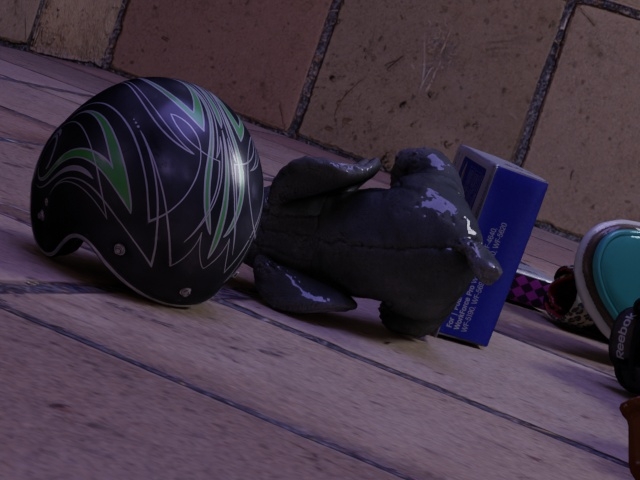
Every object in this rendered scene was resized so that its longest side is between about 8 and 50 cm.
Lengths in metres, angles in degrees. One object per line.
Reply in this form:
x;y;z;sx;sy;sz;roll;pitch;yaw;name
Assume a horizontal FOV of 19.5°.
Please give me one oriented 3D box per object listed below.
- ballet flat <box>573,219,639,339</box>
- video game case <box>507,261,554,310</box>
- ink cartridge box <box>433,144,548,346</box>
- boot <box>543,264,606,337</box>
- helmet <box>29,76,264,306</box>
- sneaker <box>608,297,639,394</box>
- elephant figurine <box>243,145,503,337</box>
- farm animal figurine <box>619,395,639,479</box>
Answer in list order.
0.398;0.091;1.974;0.400;0.139;0.139;24;3;-26;ballet flat
0.143;0.016;2.225;0.232;0.042;0.210;17;6;-20;video game case
0.147;0.003;1.760;0.065;0.165;0.333;20;6;-2;ink cartridge box
0.343;0.067;2.160;0.178;0.085;0.236;17;10;-13;boot
-0.120;-0.036;1.370;0.169;0.169;0.161;14;-9;-40;helmet
0.328;0.110;1.667;0.135;0.098;0.276;19;4;1;sneaker
0.000;0.000;1.545;0.239;0.186;0.169;6;52;-17;elephant figurine
0.326;0.138;0.974;0.327;0.172;0.330;-26;-20;29;farm animal figurine
